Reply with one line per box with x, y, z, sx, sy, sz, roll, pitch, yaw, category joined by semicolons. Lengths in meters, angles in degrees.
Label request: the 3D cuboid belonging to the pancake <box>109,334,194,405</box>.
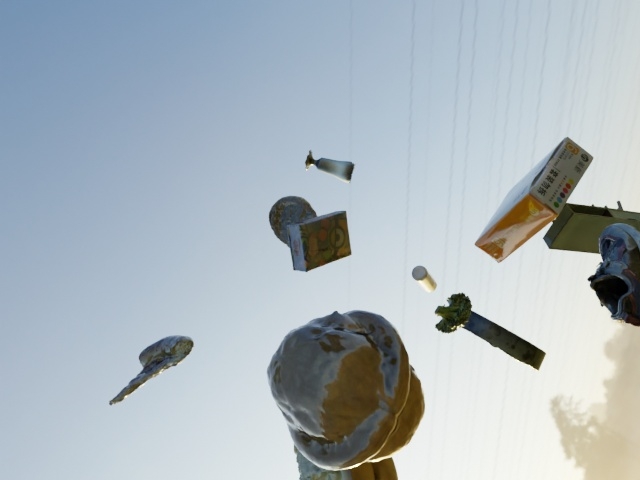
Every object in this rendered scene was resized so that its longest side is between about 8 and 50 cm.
-0.446;0.328;1.599;0.244;0.266;0.057;-41;-79;-26;pancake

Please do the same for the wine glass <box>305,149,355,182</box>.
0.031;-0.238;1.996;0.072;0.155;0.072;17;-90;-84;wine glass

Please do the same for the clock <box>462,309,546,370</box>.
0.546;0.299;1.948;0.067;0.325;0.325;-60;-32;0;clock

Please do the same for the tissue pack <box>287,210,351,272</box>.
0.000;0.000;1.388;0.148;0.060;0.109;-17;-77;-42;tissue pack

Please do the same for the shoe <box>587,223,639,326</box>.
0.509;0.068;1.070;0.228;0.125;0.099;-97;4;-45;shoe

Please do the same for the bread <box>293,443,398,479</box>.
0.064;0.695;1.982;0.245;0.424;0.329;14;-79;-32;bread

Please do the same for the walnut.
0.065;0.344;1.450;0.383;0.383;0.384;-32;-49;-46;walnut

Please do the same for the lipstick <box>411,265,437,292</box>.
0.251;0.093;1.502;0.040;0.040;0.141;-67;-25;-8;lipstick

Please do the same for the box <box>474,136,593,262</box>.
0.501;-0.091;1.481;0.221;0.091;0.274;-50;-6;-27;box

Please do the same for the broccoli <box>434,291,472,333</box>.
0.303;0.168;1.448;0.097;0.091;0.095;148;136;-71;broccoli

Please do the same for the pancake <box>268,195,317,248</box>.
-0.058;-0.036;1.485;0.025;0.151;0.152;-35;-46;-53;pancake

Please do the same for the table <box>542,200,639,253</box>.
0.687;-0.047;1.576;0.239;0.111;0.122;6;-47;-17;table
